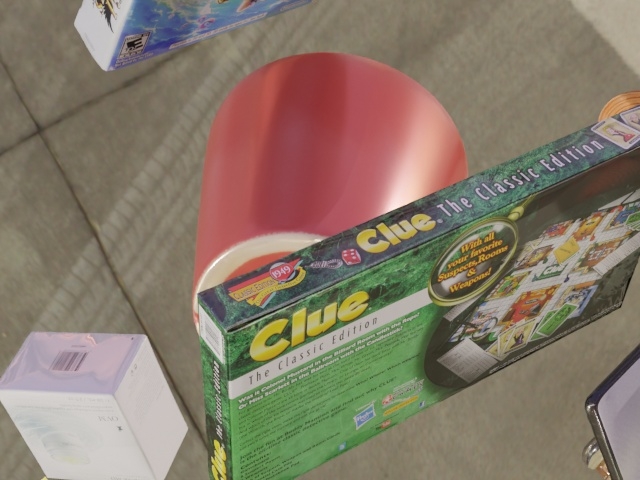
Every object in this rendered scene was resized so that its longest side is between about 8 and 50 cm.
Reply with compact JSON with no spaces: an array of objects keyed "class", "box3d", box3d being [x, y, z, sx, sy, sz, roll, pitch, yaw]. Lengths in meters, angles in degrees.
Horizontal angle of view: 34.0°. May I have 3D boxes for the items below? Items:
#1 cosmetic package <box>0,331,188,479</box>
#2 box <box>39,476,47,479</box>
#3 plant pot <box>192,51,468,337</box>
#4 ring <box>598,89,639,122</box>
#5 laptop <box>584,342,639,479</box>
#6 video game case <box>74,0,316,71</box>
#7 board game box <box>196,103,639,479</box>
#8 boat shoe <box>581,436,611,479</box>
[{"class":"cosmetic package","box3d":[-0.370,0.278,1.715,0.224,0.225,0.138,-1,40,21]},{"class":"box","box3d":[-0.557,0.515,1.834,0.232,0.058,0.087,-34,87,13]},{"class":"plant pot","box3d":[0.000,0.000,0.973,0.274,0.275,0.243,4,37,7]},{"class":"ring","box3d":[0.514,-0.072,1.419,0.032,0.337,0.336,-39,67,-13]},{"class":"laptop","box3d":[0.474,0.176,0.847,0.408,0.382,0.236,-38,27,-25]},{"class":"video game case","box3d":[-0.053,-0.264,0.868,0.269,0.244,0.061,-27,77,-32]},{"class":"board game box","box3d":[0.062,0.030,0.513,0.259,0.136,0.030,-22,51,-25]},{"class":"boat shoe","box3d":[0.535,0.253,1.538,0.324,0.122,0.120,-48,70,19]}]
